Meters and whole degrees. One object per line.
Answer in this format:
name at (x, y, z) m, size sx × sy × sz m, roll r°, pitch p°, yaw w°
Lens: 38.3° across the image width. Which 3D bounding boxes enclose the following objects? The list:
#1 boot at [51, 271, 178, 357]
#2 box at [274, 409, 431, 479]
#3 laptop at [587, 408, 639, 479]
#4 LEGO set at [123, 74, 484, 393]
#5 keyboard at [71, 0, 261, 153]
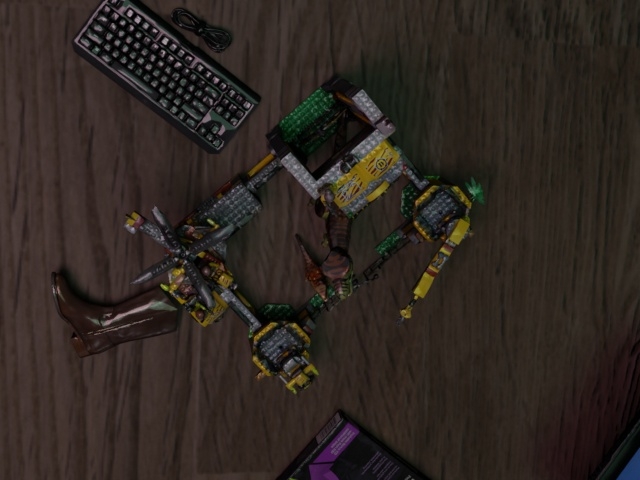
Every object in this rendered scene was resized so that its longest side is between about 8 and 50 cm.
boot at (-0.210, 0.063, 0.954) m, size 0.114 × 0.037 × 0.106 m, roll -16°, pitch 119°, yaw -1°
box at (0.045, 0.285, 1.054) m, size 0.162 × 0.029 × 0.116 m, roll 39°, pitch 96°, yaw -17°
laptop at (0.406, 0.250, 1.043) m, size 0.136 × 0.264 × 0.234 m, roll 36°, pitch 98°, yaw 22°
LEGO set at (0.000, 0.000, 0.889) m, size 0.331 × 0.192 × 0.255 m, roll -33°, pitch 107°, yaw 1°
keyboard at (-0.143, -0.177, 0.911) m, size 0.180 × 0.023 × 0.108 m, roll 37°, pitch 96°, yaw -16°
